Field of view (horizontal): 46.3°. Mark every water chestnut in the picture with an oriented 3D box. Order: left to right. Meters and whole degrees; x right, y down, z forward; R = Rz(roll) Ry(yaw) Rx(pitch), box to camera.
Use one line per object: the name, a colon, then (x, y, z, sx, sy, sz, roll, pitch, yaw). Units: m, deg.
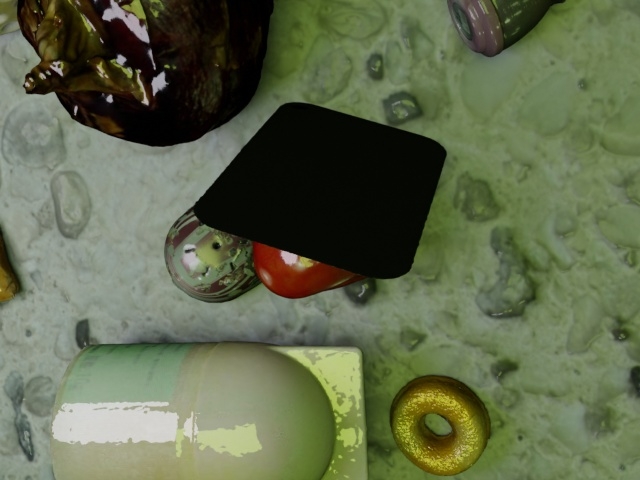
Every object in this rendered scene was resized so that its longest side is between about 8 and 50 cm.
water chestnut: (-0.248, -0.261, 0.938, 0.335, 0.347, 0.335, 25, 140, 23)

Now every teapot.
teapot: (0.242, -0.324, 0.977, 0.145, 0.148, 0.116, -28, 128, 1)

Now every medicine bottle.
medicine bottle: (-0.136, 0.258, 1.044, 0.405, 0.236, 0.236, -2, 97, 10)

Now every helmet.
helmet: (-0.152, 0.014, 1.081, 0.177, 0.107, 0.153, -38, 87, 13)

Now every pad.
pad: (0.045, -0.048, 0.925, 0.314, 0.375, 0.063, 17, 124, 9)

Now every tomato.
tomato: (0.000, 0.000, 1.007, 0.195, 0.195, 0.136, -19, 85, 12)

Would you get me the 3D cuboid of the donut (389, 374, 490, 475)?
donut: (0.173, 0.272, 1.085, 0.151, 0.058, 0.152, 1, 97, 12)

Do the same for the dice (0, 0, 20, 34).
dice: (-0.478, -0.396, 1.048, 0.166, 0.169, 0.170, -26, 93, 13)

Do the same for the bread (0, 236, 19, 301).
bread: (-0.526, 0.038, 1.176, 0.074, 0.053, 0.132, -16, 93, 12)
